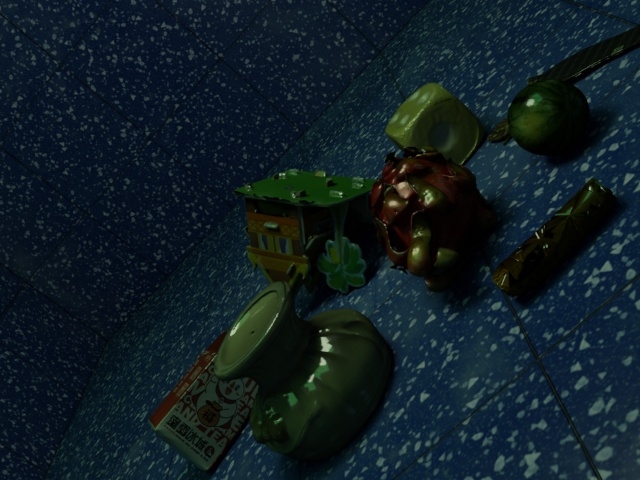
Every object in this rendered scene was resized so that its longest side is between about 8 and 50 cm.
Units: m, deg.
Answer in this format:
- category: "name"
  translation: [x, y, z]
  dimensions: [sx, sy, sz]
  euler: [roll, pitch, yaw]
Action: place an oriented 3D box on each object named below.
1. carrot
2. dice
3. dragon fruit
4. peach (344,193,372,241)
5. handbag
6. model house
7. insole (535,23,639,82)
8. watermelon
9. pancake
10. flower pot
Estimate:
- category: "carrot"
  translation: [0.364, -0.003, 1.178]
  dimensions: [0.229, 0.069, 0.069]
  euler: [-46, 17, 8]
- category: "dice"
  translation: [0.269, -0.259, 1.795]
  dimensions: [0.166, 0.169, 0.169]
  euler: [-47, 17, 6]
- category: "dragon fruit"
  translation: [0.195, -0.039, 1.434]
  dimensions: [0.307, 0.243, 0.228]
  euler: [-40, -34, -43]
- category: "peach"
  translation: [0.065, -0.086, 1.988]
  dimensions: [0.152, 0.152, 0.152]
  euler: [-44, 17, 18]
- category: "handbag"
  translation: [-0.244, 0.365, 1.776]
  dimensions: [0.298, 0.171, 0.151]
  euler: [-50, 12, -17]
- category: "model house"
  translation: [0.000, 0.000, 1.860]
  dimensions: [0.357, 0.313, 0.242]
  euler: [8, 25, 38]
- category: "insole"
  translation: [0.564, -0.380, 1.546]
  dimensions: [0.309, 0.012, 0.110]
  euler: [-18, 30, 56]
- category: "watermelon"
  translation: [0.410, -0.225, 1.410]
  dimensions: [0.141, 0.140, 0.187]
  euler: [-54, 13, -13]
- category: "pancake"
  translation: [0.442, -0.292, 1.686]
  dimensions: [0.190, 0.020, 0.184]
  euler: [-41, 19, 23]
- category: "flower pot"
  translation: [-0.047, 0.232, 1.412]
  dimensions: [0.307, 0.244, 0.307]
  euler: [-45, 16, 17]
